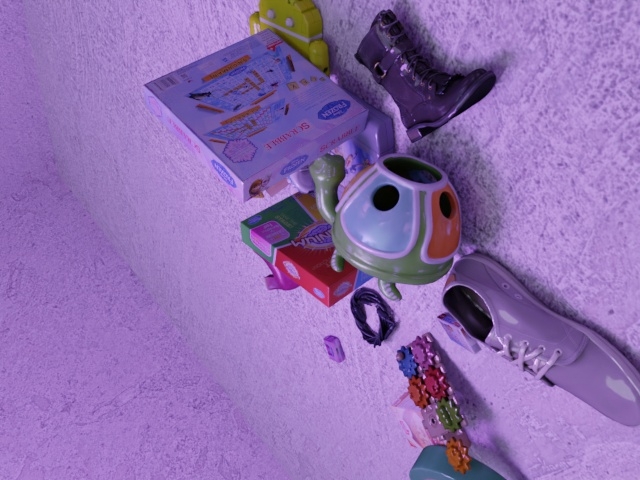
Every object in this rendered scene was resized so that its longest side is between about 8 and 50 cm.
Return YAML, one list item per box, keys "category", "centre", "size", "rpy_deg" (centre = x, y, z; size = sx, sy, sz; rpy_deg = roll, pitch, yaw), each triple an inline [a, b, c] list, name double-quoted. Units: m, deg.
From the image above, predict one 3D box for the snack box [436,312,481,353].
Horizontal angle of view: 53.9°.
- category: "snack box"
  centre: [0.300, 0.201, 1.379]
  size: [0.064, 0.022, 0.178]
  rpy_deg: [57, 177, -3]

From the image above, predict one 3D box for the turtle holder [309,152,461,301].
- category: "turtle holder"
  centre: [0.140, -0.061, 1.264]
  size: [0.320, 0.243, 0.227]
  rpy_deg: [54, 143, 46]

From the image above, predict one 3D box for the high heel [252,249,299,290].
- category: "high heel"
  centre: [-0.139, 0.041, 1.941]
  size: [0.117, 0.082, 0.244]
  rpy_deg: [-9, 99, 29]

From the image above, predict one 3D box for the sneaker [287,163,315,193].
- category: "sneaker"
  centre: [-0.052, -0.208, 1.538]
  size: [0.083, 0.071, 0.190]
  rpy_deg: [-28, 81, 48]

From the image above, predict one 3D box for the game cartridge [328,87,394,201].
- category: "game cartridge"
  centre: [0.074, -0.179, 1.411]
  size: [0.198, 0.062, 0.297]
  rpy_deg: [44, 148, 31]

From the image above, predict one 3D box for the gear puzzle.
- category: "gear puzzle"
  centre: [0.275, 0.410, 1.553]
  size: [0.175, 0.044, 0.338]
  rpy_deg: [-49, 56, 53]

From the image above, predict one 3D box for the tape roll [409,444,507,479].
- category: "tape roll"
  centre: [0.386, 0.662, 1.629]
  size: [0.321, 0.077, 0.321]
  rpy_deg: [29, 149, 19]

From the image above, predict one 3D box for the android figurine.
- category: "android figurine"
  centre: [-0.067, -0.433, 1.381]
  size: [0.248, 0.056, 0.272]
  rpy_deg: [37, 146, 33]

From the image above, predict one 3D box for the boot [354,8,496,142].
- category: "boot"
  centre: [0.165, -0.306, 1.111]
  size: [0.229, 0.091, 0.263]
  rpy_deg: [58, 153, -2]

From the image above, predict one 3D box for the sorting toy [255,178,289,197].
- category: "sorting toy"
  centre: [-0.137, -0.196, 1.702]
  size: [0.132, 0.046, 0.274]
  rpy_deg: [52, 148, -6]

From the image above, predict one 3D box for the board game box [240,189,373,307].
- category: "board game box"
  centre: [0.000, 0.000, 1.499]
  size: [0.316, 0.242, 0.064]
  rpy_deg: [34, 141, 35]

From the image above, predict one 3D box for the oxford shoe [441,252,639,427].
- category: "oxford shoe"
  centre: [0.406, 0.199, 1.193]
  size: [0.449, 0.130, 0.169]
  rpy_deg: [41, 145, 26]

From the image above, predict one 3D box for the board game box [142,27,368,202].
- category: "board game box"
  centre: [-0.127, -0.263, 1.256]
  size: [0.318, 0.319, 0.066]
  rpy_deg: [45, 152, 22]

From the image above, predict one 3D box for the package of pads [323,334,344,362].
- category: "package of pads"
  centre: [0.042, 0.339, 1.967]
  size: [0.050, 0.032, 0.083]
  rpy_deg: [12, 127, 50]

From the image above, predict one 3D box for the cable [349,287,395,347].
- category: "cable"
  centre: [0.129, 0.211, 1.701]
  size: [0.150, 0.047, 0.184]
  rpy_deg: [48, 150, 17]

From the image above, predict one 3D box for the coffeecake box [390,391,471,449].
- category: "coffeecake box"
  centre: [0.294, 0.497, 1.700]
  size: [0.185, 0.068, 0.142]
  rpy_deg: [-8, 112, 59]
